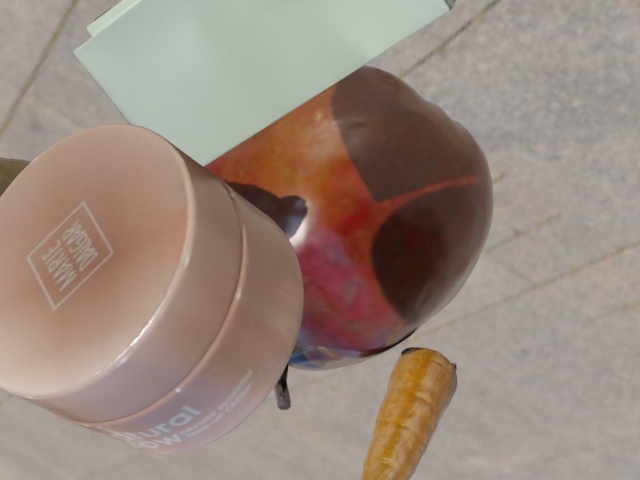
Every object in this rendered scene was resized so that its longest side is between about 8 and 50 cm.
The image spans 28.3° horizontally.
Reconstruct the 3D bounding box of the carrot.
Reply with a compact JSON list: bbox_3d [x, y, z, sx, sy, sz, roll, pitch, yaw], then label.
[{"bbox_3d":[0.080,0.203,1.299,0.072,0.205,0.072,15,137,15],"label":"carrot"}]

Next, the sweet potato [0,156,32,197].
[{"bbox_3d":[-0.253,-0.040,0.880,0.286,0.112,0.085,7,154,-7],"label":"sweet potato"}]

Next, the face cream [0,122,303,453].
[{"bbox_3d":[-0.097,0.027,0.663,0.149,0.149,0.104,8,161,36],"label":"face cream"}]

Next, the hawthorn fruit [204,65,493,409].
[{"bbox_3d":[0.006,-0.017,1.265,0.308,0.325,0.308,45,173,7],"label":"hawthorn fruit"}]

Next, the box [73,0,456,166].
[{"bbox_3d":[-0.018,-0.181,0.863,0.225,0.225,0.117,-30,106,27],"label":"box"}]
